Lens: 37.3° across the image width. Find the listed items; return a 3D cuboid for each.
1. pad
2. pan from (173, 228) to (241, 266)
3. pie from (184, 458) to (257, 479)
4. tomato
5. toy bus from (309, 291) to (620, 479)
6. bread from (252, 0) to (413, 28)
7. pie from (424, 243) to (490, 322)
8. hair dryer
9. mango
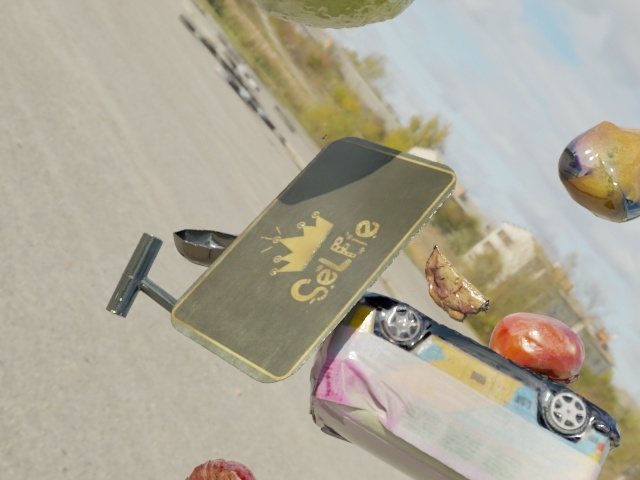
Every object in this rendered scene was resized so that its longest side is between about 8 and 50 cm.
[{"bbox_3d":[0.001,0.001,1.179,0.315,0.375,0.063,23,-26,42],"label":"pad"},{"bbox_3d":[-0.163,0.016,1.696,0.202,0.048,0.128,1,18,-29],"label":"pan"},{"bbox_3d":[-0.128,0.360,1.236,0.038,0.153,0.153,6,40,-51],"label":"pie"},{"bbox_3d":[0.404,0.210,1.795,0.187,0.187,0.151,46,38,-43],"label":"tomato"},{"bbox_3d":[0.159,0.223,1.187,0.386,0.162,0.171,29,-28,6],"label":"toy bus"},{"bbox_3d":[0.010,-0.421,1.203,0.320,0.237,0.320,167,-90,-80],"label":"bread"},{"bbox_3d":[0.250,0.094,1.801,0.034,0.092,0.170,3,35,-48],"label":"pie"},{"bbox_3d":[-0.299,0.098,1.871,0.195,0.173,0.050,24,-3,1],"label":"hair dryer"},{"bbox_3d":[0.589,-0.134,1.863,0.287,0.153,0.201,-2,89,-41],"label":"mango"}]
